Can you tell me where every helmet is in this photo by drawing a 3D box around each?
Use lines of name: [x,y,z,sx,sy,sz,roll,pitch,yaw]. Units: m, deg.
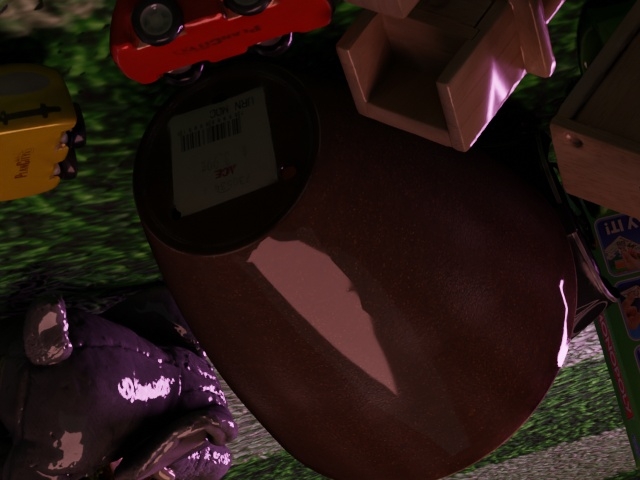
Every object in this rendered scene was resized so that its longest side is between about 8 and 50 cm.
helmet: [0.093,0.016,1.230,0.161,0.169,0.169,-24,164,12]

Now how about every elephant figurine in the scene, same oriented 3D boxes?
elephant figurine: [-0.132,0.112,1.384,0.239,0.169,0.186,-3,-176,-33]

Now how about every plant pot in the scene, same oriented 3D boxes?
plant pot: [0.000,0.000,1.044,0.215,0.215,0.230,-20,150,19]

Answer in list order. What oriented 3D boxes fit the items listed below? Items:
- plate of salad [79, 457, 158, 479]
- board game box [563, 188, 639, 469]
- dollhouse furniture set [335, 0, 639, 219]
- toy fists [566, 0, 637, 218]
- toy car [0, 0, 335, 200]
plate of salad: [-0.203,0.162,1.529,0.199,0.048,0.200,1,-156,0]
board game box: [0.357,0.028,1.430,0.317,0.214,0.046,-13,165,-9]
dollhouse furniture set: [0.133,-0.178,0.687,0.303,0.174,0.356,22,151,31]
toy fists: [0.229,-0.080,1.134,0.142,0.096,0.279,-16,164,0]
toy car: [-0.143,-0.084,0.824,0.239,0.053,0.225,-28,161,38]
